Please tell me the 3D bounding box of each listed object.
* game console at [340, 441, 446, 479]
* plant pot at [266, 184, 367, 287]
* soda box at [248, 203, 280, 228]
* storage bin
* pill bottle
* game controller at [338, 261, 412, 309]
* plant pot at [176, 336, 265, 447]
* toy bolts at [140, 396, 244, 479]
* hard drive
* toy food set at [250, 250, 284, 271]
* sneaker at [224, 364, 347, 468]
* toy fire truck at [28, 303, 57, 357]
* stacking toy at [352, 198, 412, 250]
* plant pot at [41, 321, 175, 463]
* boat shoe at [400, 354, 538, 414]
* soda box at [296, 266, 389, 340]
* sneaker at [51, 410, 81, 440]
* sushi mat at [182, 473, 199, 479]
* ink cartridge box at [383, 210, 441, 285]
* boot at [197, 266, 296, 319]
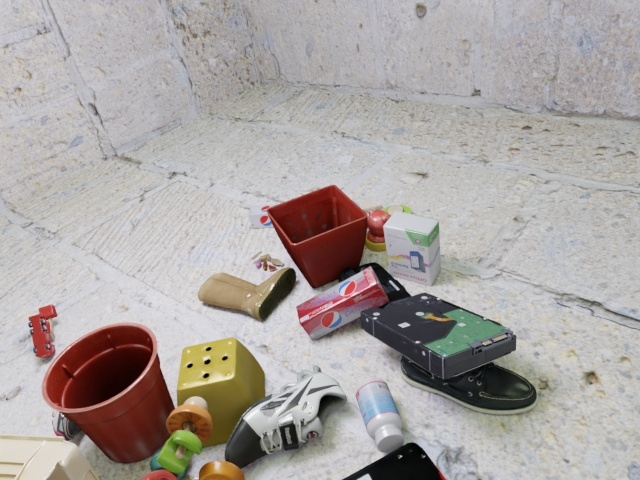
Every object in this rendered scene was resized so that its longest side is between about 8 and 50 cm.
[{"bbox_3d":[0.123,0.606,0.954,0.386,0.060,0.342,-21,33,-17],"label":"game console"},{"bbox_3d":[0.000,0.000,1.707,0.267,0.236,0.267,-21,36,-14],"label":"plant pot"},{"bbox_3d":[-0.184,-0.103,2.053,0.216,0.074,0.069,-4,35,11],"label":"soda box"},{"bbox_3d":[-0.612,0.550,1.068,0.260,0.263,0.123,-3,33,13],"label":"storage bin"},{"bbox_3d":[0.144,0.418,1.191,0.087,0.087,0.160,-14,34,-4],"label":"pill bottle"},{"bbox_3d":[0.186,0.171,1.576,0.166,0.067,0.319,-9,32,-22],"label":"game controller"},{"bbox_3d":[-0.266,0.376,1.284,0.212,0.187,0.212,-12,35,0],"label":"plant pot"},{"bbox_3d":[-0.289,0.491,1.138,0.228,0.218,0.158,-45,16,21],"label":"toy bolts"},{"bbox_3d":[0.290,0.231,1.278,0.236,0.064,0.339,-12,16,-27],"label":"hard drive"},{"bbox_3d":[-0.199,0.086,1.837,0.122,0.019,0.078,30,51,34],"label":"toy food set"},{"bbox_3d":[-0.074,0.438,1.194,0.330,0.123,0.146,-34,38,-29],"label":"sneaker"},{"bbox_3d":[-0.920,0.302,1.662,0.047,0.135,0.192,-18,74,-10],"label":"toy fire truck"},{"bbox_3d":[0.194,-0.113,1.908,0.308,0.131,0.279,20,45,37],"label":"stacking toy"},{"bbox_3d":[-0.502,0.397,1.253,0.272,0.265,0.272,-7,35,5],"label":"plant pot"},{"bbox_3d":[0.360,0.326,1.237,0.339,0.113,0.127,12,41,31],"label":"boat shoe"},{"bbox_3d":[0.064,0.190,1.482,0.263,0.092,0.083,-29,34,7],"label":"soda box"},{"bbox_3d":[-0.614,0.420,1.383,0.111,0.121,0.299,7,38,21],"label":"sneaker"},{"bbox_3d":[-0.210,0.617,1.069,0.316,0.019,0.151,7,37,25],"label":"sushi mat"},{"bbox_3d":[0.299,0.027,1.602,0.154,0.213,0.093,14,45,31],"label":"ink cartridge box"},{"bbox_3d":[-0.250,0.149,1.698,0.269,0.089,0.236,12,40,32],"label":"boot"}]
